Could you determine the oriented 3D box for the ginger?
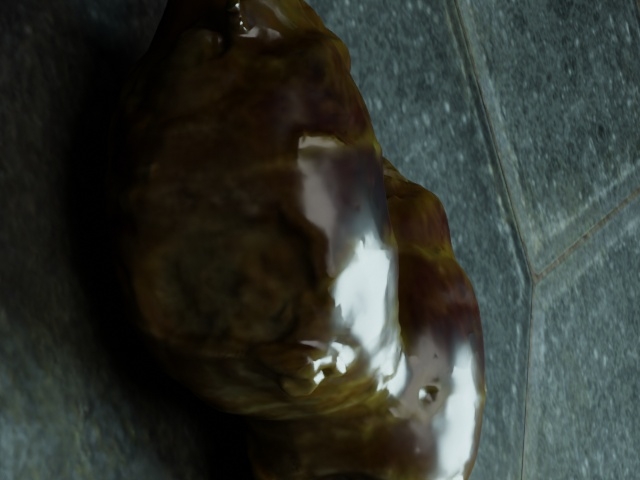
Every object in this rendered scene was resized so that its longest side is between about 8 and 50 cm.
[{"bbox_3d":[-0.004,-0.006,0.914,0.357,0.152,0.274,58,35,-33],"label":"ginger"}]
